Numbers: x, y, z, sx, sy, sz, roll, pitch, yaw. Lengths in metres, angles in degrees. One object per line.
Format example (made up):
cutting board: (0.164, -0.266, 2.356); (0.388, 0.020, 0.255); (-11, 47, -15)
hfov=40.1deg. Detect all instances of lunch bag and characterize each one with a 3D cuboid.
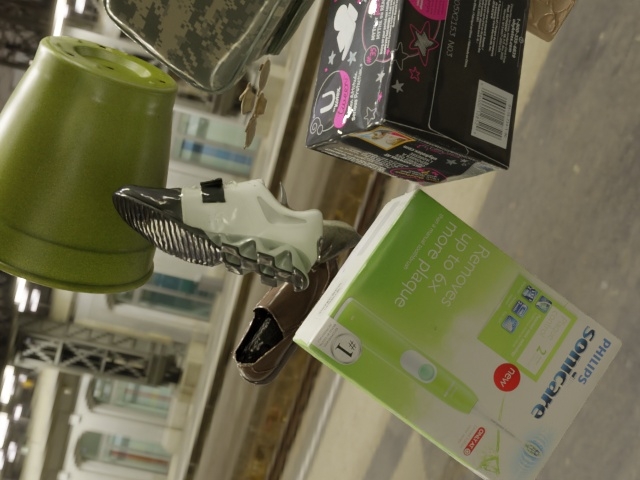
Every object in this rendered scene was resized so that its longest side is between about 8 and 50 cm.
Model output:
lunch bag: (-0.087, -0.371, 1.085); (0.305, 0.212, 0.256); (-51, 4, 40)

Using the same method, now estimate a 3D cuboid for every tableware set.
tableware set: (-0.131, -0.274, 1.751); (0.168, 0.020, 0.141); (98, -170, -49)

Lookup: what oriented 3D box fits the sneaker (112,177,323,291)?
sneaker: (-0.152, -0.039, 1.356); (0.122, 0.330, 0.146); (101, -171, -61)

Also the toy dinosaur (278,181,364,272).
toy dinosaur: (0.000, 0.000, 1.935); (0.160, 0.313, 0.121); (130, 152, -54)

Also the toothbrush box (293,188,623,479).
toothbrush box: (0.146, 0.111, 0.963); (0.206, 0.283, 0.122); (-53, 7, -8)

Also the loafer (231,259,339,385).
loafer: (-0.079, 0.169, 2.024); (0.366, 0.134, 0.130); (-62, -23, -6)

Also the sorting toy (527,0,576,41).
sorting toy: (0.229, -0.260, 0.946); (0.062, 0.083, 0.012); (-60, 7, 27)

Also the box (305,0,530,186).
box: (0.103, -0.196, 0.882); (0.142, 0.163, 0.247); (-7, 70, 58)

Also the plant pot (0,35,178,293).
plant pot: (-0.412, -0.151, 1.525); (0.366, 0.366, 0.353); (-101, 33, -70)
